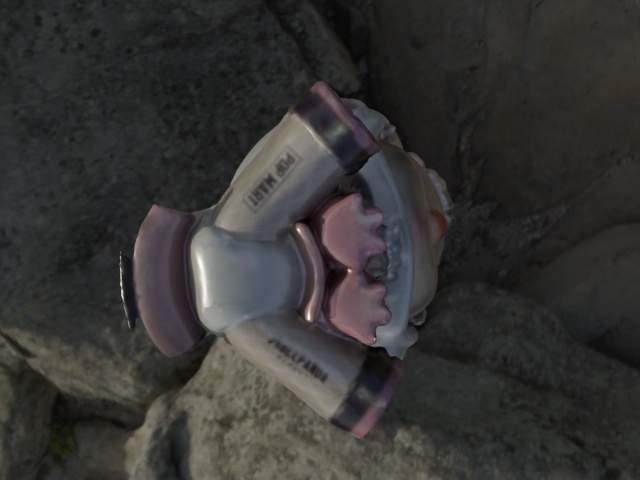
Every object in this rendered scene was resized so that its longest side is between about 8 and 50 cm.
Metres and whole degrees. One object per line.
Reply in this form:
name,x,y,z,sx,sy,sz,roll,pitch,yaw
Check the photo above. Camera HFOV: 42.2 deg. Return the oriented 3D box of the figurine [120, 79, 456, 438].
figurine,0.001,-0.010,0.722,0.211,0.361,0.253,10,101,13
